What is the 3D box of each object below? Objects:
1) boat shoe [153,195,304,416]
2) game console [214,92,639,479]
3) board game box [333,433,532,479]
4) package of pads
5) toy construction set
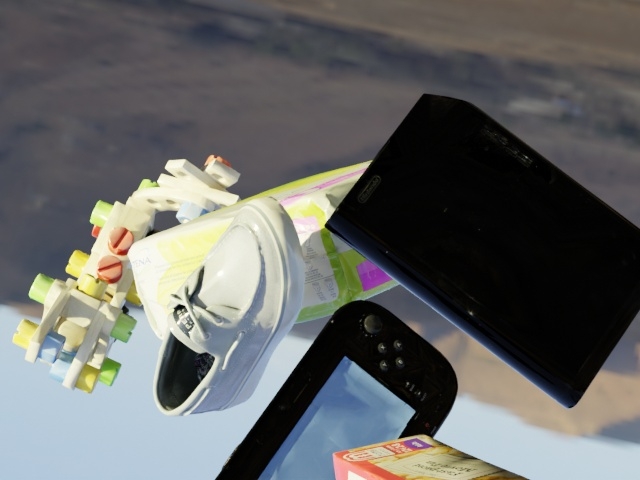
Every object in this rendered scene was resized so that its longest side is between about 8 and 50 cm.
[{"bbox_3d":[-0.076,0.061,1.425,0.081,0.227,0.079,-19,-122,-33],"label":"boat shoe"},{"bbox_3d":[0.063,0.086,1.268,0.213,0.361,0.044,36,161,0],"label":"game console"},{"bbox_3d":[0.066,0.160,0.699,0.045,0.146,0.193,-11,-174,-18],"label":"board game box"},{"bbox_3d":[0.000,0.000,1.605,0.229,0.101,0.296,-22,-174,-38],"label":"package of pads"},{"bbox_3d":[-0.226,0.029,2.118,0.151,0.327,0.215,38,161,6],"label":"toy construction set"}]
